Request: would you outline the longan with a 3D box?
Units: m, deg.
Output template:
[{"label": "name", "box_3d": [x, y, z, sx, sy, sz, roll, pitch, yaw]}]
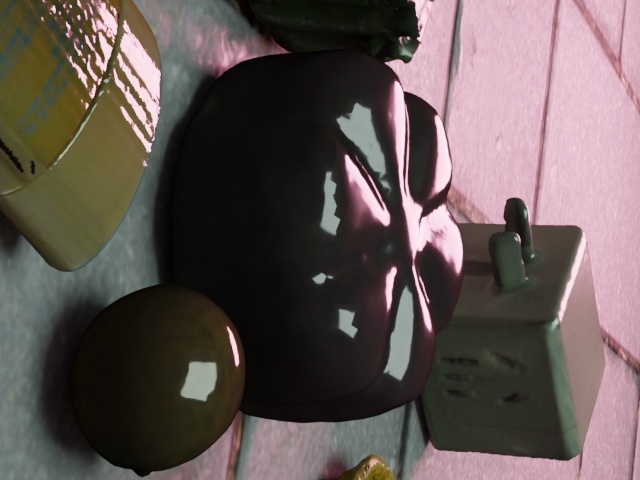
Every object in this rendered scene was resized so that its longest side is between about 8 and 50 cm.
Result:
[{"label": "longan", "box_3d": [-0.088, 0.078, 0.861, 0.113, 0.092, 0.113, 15, 90, -89]}]

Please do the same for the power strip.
[{"label": "power strip", "box_3d": [0.156, 0.065, 1.381, 0.139, 0.140, 0.224, -62, 145, -45]}]

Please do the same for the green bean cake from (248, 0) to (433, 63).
[{"label": "green bean cake", "box_3d": [0.015, -0.239, 1.031, 0.227, 0.124, 0.223, 49, 46, -62]}]

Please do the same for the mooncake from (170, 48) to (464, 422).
[{"label": "mooncake", "box_3d": [0.000, 0.000, 1.020, 0.245, 0.133, 0.245, 7, 82, -61]}]

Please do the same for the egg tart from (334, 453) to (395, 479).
[{"label": "egg tart", "box_3d": [0.029, 0.211, 1.218, 0.105, 0.039, 0.105, 3, 90, -67]}]

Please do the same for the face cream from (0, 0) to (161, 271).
[{"label": "face cream", "box_3d": [-0.151, -0.113, 0.713, 0.285, 0.067, 0.139, 58, 44, -53]}]
